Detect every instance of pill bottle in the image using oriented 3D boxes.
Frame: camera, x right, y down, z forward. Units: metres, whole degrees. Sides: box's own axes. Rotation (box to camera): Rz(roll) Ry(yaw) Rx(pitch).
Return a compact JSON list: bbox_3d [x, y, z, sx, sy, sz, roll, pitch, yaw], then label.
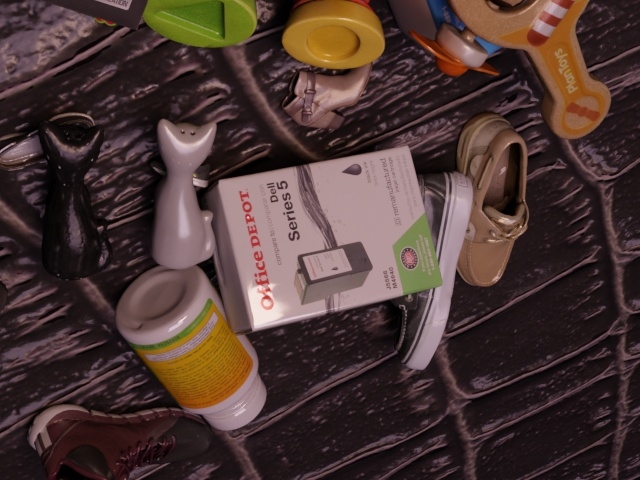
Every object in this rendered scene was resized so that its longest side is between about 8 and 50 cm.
[{"bbox_3d":[-0.170,0.157,1.246,0.136,0.136,0.245,-32,129,-5],"label":"pill bottle"}]

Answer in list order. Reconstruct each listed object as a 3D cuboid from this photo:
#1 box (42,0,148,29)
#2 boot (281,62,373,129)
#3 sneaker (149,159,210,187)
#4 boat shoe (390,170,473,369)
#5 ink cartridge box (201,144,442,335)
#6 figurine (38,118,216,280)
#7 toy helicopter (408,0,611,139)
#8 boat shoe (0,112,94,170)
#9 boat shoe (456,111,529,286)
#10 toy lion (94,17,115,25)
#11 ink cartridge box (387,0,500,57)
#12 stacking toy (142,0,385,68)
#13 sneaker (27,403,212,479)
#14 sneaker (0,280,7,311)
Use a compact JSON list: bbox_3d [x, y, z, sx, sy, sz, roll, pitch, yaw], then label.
[{"bbox_3d":[-0.290,-0.306,0.773,0.242,0.307,0.076,12,118,-31],"label":"box"},{"bbox_3d":[0.006,-0.201,1.165,0.087,0.042,0.118,22,102,-27],"label":"boot"},{"bbox_3d":[-0.181,-0.094,1.150,0.083,0.031,0.035,14,95,-33],"label":"sneaker"},{"bbox_3d":[0.140,0.043,1.359,0.119,0.121,0.335,6,114,-4],"label":"boat shoe"},{"bbox_3d":[0.000,0.000,1.187,0.273,0.115,0.198,-13,86,-19],"label":"ink cartridge box"},{"bbox_3d":[-0.229,-0.061,1.072,0.215,0.092,0.209,-5,133,-18],"label":"figurine"},{"bbox_3d":[0.233,-0.228,0.990,0.235,0.140,0.355,-37,133,4],"label":"toy helicopter"},{"bbox_3d":[-0.326,-0.116,1.052,0.125,0.038,0.046,-18,127,-16],"label":"boat shoe"},{"bbox_3d":[0.262,-0.042,1.357,0.109,0.098,0.302,-14,126,-18],"label":"boat shoe"},{"bbox_3d":[-0.226,-0.293,0.994,0.100,0.034,0.096,-37,137,-1],"label":"toy lion"},{"bbox_3d":[0.248,-0.432,1.050,0.395,0.166,0.285,-32,130,-4],"label":"ink cartridge box"},{"bbox_3d":[-0.056,-0.320,0.964,0.280,0.130,0.309,5,163,-1],"label":"stacking toy"},{"bbox_3d":[-0.274,0.326,1.288,0.281,0.162,0.106,8,117,-30],"label":"sneaker"},{"bbox_3d":[-0.516,0.064,1.038,0.286,0.109,0.130,-6,117,-25],"label":"sneaker"}]
